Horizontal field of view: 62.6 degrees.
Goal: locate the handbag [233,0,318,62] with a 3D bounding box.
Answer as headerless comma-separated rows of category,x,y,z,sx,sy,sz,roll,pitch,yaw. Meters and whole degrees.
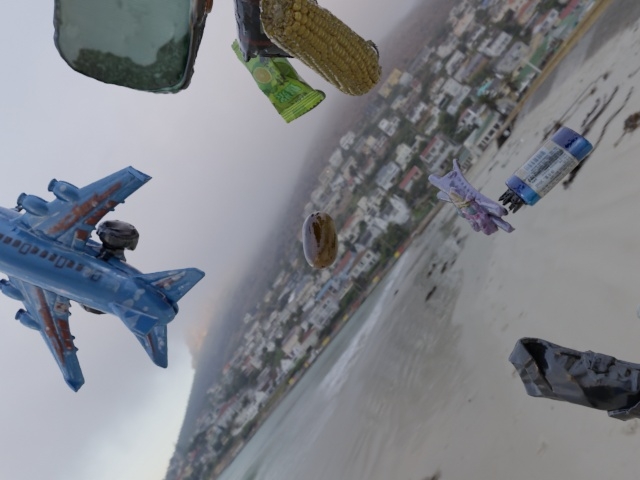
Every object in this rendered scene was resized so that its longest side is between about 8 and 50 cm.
handbag,-0.086,-0.457,1.013,0.169,0.155,0.215,-10,-34,-8

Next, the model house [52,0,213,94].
model house,-0.239,-0.366,0.769,0.291,0.184,0.253,-95,18,-65

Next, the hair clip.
hair clip,0.320,-0.085,1.146,0.090,0.137,0.279,-32,31,10

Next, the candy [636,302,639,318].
candy,0.580,0.067,0.579,0.358,0.208,0.145,-40,-14,27

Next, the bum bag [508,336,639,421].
bum bag,0.518,0.268,1.005,0.074,0.309,0.137,-32,-58,-48

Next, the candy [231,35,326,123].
candy,-0.112,-0.399,1.263,0.149,0.246,0.069,-20,25,46

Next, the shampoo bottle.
shampoo bottle,0.417,-0.128,0.996,0.183,0.050,0.087,-47,33,15

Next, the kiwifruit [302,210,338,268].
kiwifruit,0.000,0.000,1.089,0.075,0.075,0.125,116,152,-61

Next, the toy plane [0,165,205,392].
toy plane,-0.256,0.022,0.527,0.254,0.271,0.105,-64,-5,20

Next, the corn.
corn,0.012,-0.320,0.868,0.106,0.106,0.293,-53,-28,16
